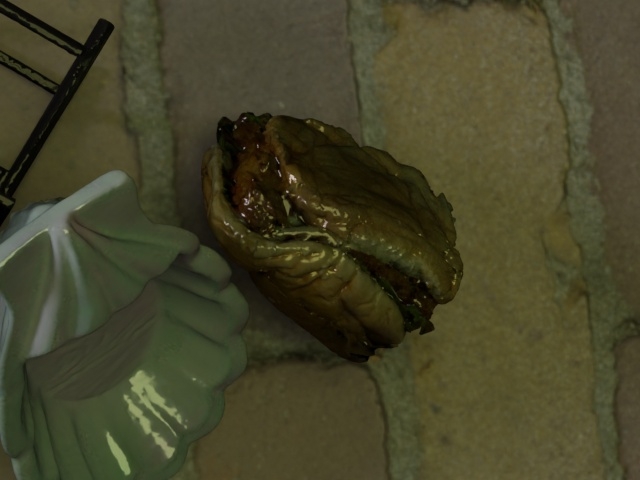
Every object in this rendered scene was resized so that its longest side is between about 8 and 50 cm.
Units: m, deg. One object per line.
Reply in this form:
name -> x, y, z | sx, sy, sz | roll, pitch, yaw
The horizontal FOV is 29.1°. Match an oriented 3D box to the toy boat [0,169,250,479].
toy boat -> -0.151, 0.064, 0.835 | 0.100, 0.290, 0.199 | 36, 62, 29

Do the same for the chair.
chair -> -0.273, -0.059, 0.834 | 0.155, 0.141, 0.260 | 30, 74, -13

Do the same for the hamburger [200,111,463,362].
hamburger -> 0.000, 0.000, 0.901 | 0.206, 0.183, 0.130 | 26, 112, -22
